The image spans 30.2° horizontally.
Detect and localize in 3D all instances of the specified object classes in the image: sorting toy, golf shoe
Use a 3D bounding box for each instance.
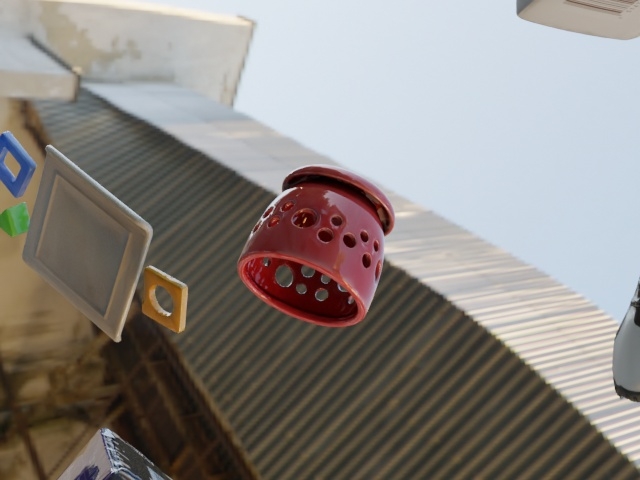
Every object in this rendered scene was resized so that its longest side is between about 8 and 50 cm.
[{"bbox_3d":[-0.278,0.003,1.446,0.347,0.047,0.196,37,-51,22],"label":"sorting toy"},{"bbox_3d":[0.298,0.046,1.035,0.077,0.094,0.198,9,-120,38],"label":"golf shoe"}]

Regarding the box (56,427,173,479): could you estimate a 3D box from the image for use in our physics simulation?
[{"bbox_3d":[-0.143,0.224,0.654,0.108,0.207,0.153,42,-10,-10],"label":"box"}]

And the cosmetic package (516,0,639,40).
[{"bbox_3d":[0.171,-0.246,0.683,0.117,0.085,0.231,146,-50,-67],"label":"cosmetic package"}]

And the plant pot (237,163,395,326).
[{"bbox_3d":[0.000,0.000,1.641,0.191,0.191,0.174,-11,-130,48],"label":"plant pot"}]
